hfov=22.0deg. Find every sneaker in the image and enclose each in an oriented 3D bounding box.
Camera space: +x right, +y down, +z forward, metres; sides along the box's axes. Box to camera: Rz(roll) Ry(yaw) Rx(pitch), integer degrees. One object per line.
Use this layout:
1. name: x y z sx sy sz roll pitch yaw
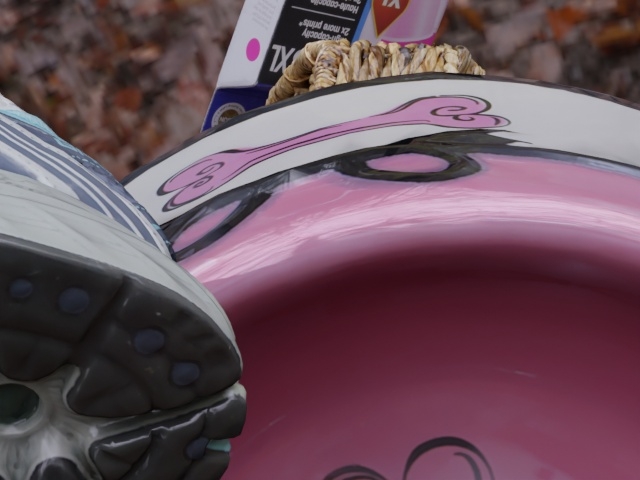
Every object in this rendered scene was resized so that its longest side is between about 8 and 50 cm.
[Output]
1. sneaker: -0.155 -0.016 0.358 0.110 0.283 0.122 -54 29 16

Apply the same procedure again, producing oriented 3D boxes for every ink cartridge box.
1. ink cartridge box: 0.030 -0.227 1.443 0.176 0.371 0.069 5 27 -38

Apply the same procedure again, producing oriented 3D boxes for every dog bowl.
1. dog bowl: 0.048 0.148 0.542 0.408 0.408 0.150 -20 4 2

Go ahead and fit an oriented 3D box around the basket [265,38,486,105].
1. basket: 0.000 0.000 1.250 0.223 0.213 0.299 7 78 21
